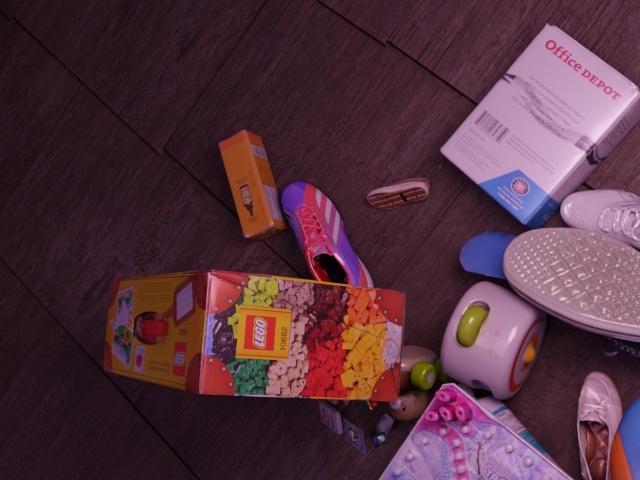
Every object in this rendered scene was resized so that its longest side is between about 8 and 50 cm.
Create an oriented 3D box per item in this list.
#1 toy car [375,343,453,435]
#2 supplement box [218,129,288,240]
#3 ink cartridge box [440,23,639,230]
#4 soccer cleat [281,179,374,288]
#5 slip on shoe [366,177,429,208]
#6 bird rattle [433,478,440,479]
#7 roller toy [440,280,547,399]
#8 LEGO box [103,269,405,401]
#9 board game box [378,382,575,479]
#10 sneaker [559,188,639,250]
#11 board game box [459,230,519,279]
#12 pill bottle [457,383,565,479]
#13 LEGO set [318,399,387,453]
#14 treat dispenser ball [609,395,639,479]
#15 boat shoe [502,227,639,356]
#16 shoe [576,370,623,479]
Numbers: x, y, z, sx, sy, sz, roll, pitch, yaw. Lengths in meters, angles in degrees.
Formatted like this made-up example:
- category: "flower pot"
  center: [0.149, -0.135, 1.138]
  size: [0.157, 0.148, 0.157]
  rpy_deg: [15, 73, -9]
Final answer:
- category: "toy car"
  center: [0.157, 0.301, 1.716]
  size: [0.155, 0.149, 0.188]
  rpy_deg: [16, 102, 38]
- category: "supplement box"
  center: [-0.148, -0.120, 1.957]
  size: [0.078, 0.080, 0.233]
  rpy_deg: [-23, 71, 23]
- category: "ink cartridge box"
  center: [0.415, -0.205, 1.657]
  size: [0.223, 0.129, 0.307]
  rpy_deg: [46, 103, 25]
- category: "soccer cleat"
  center: [0.000, 0.000, 1.842]
  size: [0.108, 0.116, 0.318]
  rpy_deg: [-36, 69, 18]
- category: "slip on shoe"
  center: [0.160, -0.101, 1.822]
  size: [0.135, 0.051, 0.041]
  rpy_deg: [-14, 37, 32]
- category: "bird rattle"
  center: [0.194, 0.522, 1.694]
  size: [0.207, 0.143, 0.254]
  rpy_deg: [28, 109, 39]
- category: "roller toy"
  center: [0.322, 0.182, 1.615]
  size: [0.146, 0.209, 0.191]
  rpy_deg: [22, 126, 28]
- category: "LEGO box"
  center: [-0.139, 0.172, 1.628]
  size: [0.500, 0.372, 0.193]
  rpy_deg: [-7, 77, 60]
- category: "board game box"
  center: [0.257, 0.513, 1.524]
  size: [0.390, 0.050, 0.390]
  rpy_deg: [38, 107, 26]
- category: "sneaker"
  center: [0.562, -0.029, 1.559]
  size: [0.297, 0.129, 0.111]
  rpy_deg: [17, 92, 29]
- category: "board game box"
  center: [0.348, 0.041, 1.682]
  size: [0.168, 0.133, 0.033]
  rpy_deg: [12, 131, 29]
- category: "pill bottle"
  center: [0.316, 0.386, 1.612]
  size: [0.146, 0.146, 0.264]
  rpy_deg: [-47, 65, 13]
- category: "LEGO set"
  center: [0.063, 0.305, 1.724]
  size: [0.244, 0.060, 0.182]
  rpy_deg: [20, 122, 62]
- category: "treat dispenser ball"
  center: [0.603, 0.356, 1.391]
  size: [0.288, 0.288, 0.288]
  rpy_deg: [-4, 81, 26]
- category: "boat shoe"
  center: [0.547, 0.120, 1.511]
  size: [0.500, 0.156, 0.187]
  rpy_deg: [19, 62, 21]
- category: "shoe"
  center: [0.495, 0.342, 1.577]
  size: [0.076, 0.058, 0.219]
  rpy_deg: [-4, 81, 26]
